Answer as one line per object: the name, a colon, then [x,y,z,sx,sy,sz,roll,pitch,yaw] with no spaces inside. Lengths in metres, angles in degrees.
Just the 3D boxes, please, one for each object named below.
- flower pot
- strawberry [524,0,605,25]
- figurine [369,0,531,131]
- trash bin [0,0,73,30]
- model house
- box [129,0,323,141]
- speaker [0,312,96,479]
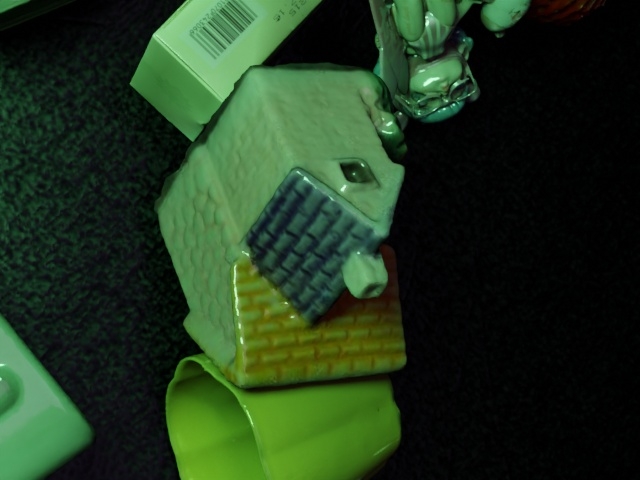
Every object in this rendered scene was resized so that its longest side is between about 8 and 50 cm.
flower pot: [-0.028,0.185,1.117,0.179,0.195,0.195,-14,90,-32]
strawberry: [0.251,-0.378,1.259,0.288,0.250,0.238,-1,50,-41]
figurine: [0.121,-0.230,1.180,0.205,0.260,0.103,-31,56,-11]
trash bin: [-0.298,-0.335,1.054,0.219,0.220,0.250,-27,101,-19]
model house: [0.000,0.000,1.062,0.202,0.237,0.237,3,52,-37]
box: [-0.076,-0.215,1.137,0.095,0.168,0.212,42,72,-5]
speaker: [-0.389,0.070,0.994,0.184,0.183,0.406,-39,98,-14]
